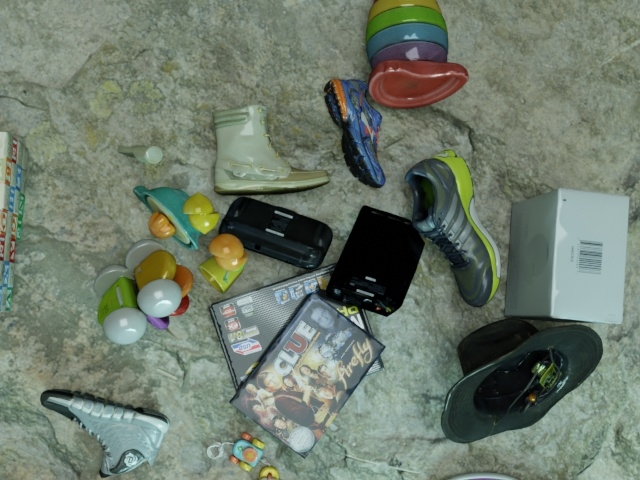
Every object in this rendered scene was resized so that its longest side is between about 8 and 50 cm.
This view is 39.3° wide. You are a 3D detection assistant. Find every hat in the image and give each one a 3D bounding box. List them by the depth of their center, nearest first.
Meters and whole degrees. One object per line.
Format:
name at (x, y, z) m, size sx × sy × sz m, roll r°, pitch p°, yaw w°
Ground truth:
hat at (0.336, 0.221, 1.617) m, size 0.332 × 0.331 × 0.134 m, roll -24°, pitch 52°, yaw -9°

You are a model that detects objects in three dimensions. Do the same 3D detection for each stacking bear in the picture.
stacking bear at (0.159, -0.408, 1.662) m, size 0.176 × 0.164 × 0.288 m, roll 0°, pitch 74°, yaw -13°

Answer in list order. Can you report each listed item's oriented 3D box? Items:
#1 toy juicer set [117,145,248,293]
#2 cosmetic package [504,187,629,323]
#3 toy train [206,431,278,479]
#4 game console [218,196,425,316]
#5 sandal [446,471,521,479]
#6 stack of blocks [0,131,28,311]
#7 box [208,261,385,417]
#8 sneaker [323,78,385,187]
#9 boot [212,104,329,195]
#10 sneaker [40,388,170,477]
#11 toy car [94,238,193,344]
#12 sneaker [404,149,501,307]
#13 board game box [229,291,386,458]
toy juicer set at (-0.255, -0.047, 1.549) m, size 0.089 × 0.209 × 0.329 m, roll -42°, pitch 92°, yaw -17°
cosmetic package at (0.442, 0.035, 1.628) m, size 0.138 × 0.225 × 0.223 m, roll 6°, pitch 85°, yaw -10°
toy train at (-0.135, 0.432, 1.608) m, size 0.125 × 0.046 × 0.166 m, roll -21°, pitch 89°, yaw -9°
game console at (0.000, 0.000, 1.626) m, size 0.362 × 0.044 × 0.213 m, roll 19°, pitch 48°, yaw 8°
sandal at (0.395, 0.539, 1.642) m, size 0.417 × 0.102 × 0.169 m, roll 19°, pitch 83°, yaw -6°
stack of blocks at (-0.568, -0.028, 1.525) m, size 0.087 × 0.171 × 0.297 m, roll 3°, pitch 86°, yaw -7°
box at (-0.045, 0.176, 1.634) m, size 0.270 × 0.060 × 0.216 m, roll -18°, pitch 87°, yaw -9°
sneaker at (0.083, -0.205, 1.675) m, size 0.087 × 0.083 × 0.221 m, roll -19°, pitch 91°, yaw -17°
boot at (-0.092, -0.168, 1.649) m, size 0.213 × 0.077 × 0.165 m, roll -2°, pitch 84°, yaw -5°
sneaker at (-0.389, 0.344, 1.564) m, size 0.229 × 0.086 × 0.132 m, roll 16°, pitch 86°, yaw -7°
toy car at (-0.302, 0.101, 1.574) m, size 0.182 × 0.159 × 0.136 m, roll -38°, pitch 136°, yaw 11°
sneaker at (0.232, -0.016, 1.648) m, size 0.121 × 0.111 × 0.299 m, roll -14°, pitch 80°, yaw -36°
board game box at (-0.022, 0.236, 1.580) m, size 0.165 × 0.042 × 0.243 m, roll 37°, pitch 81°, yaw -4°
